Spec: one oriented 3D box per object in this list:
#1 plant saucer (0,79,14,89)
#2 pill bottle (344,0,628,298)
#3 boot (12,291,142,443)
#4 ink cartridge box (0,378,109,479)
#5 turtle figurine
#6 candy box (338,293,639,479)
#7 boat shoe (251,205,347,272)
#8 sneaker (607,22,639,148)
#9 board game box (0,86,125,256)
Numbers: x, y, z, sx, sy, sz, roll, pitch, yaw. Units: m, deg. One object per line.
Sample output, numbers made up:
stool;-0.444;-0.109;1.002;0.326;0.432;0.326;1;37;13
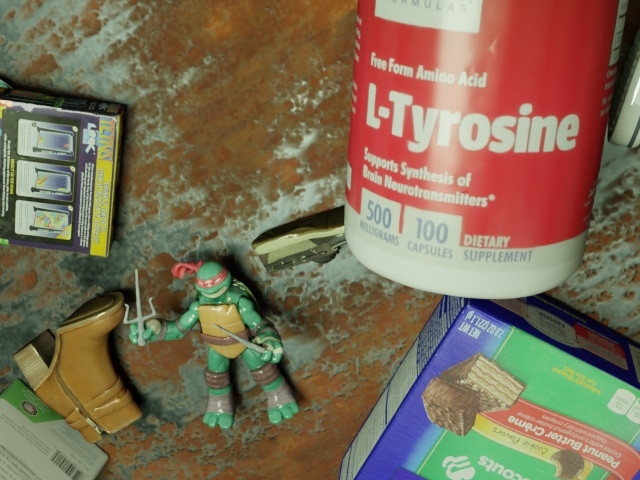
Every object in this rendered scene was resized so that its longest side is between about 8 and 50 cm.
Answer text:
plant saucer;-0.374;-0.132;1.051;0.119;0.021;0.119;4;113;10
pill bottle;0.143;-0.175;0.811;0.228;0.229;0.408;7;112;9
boot;-0.263;0.156;1.118;0.197;0.073;0.152;-30;102;33
ink cartridge box;-0.377;0.294;1.113;0.160;0.219;0.092;43;113;-6
turtle figurine;-0.107;0.107;1.039;0.175;0.118;0.234;2;128;27
candy box;0.198;0.224;1.016;0.268;0.122;0.317;27;116;-2
boat shoe;0.000;0.000;1.010;0.152;0.056;0.049;-12;114;26
sneaker;0.356;-0.221;0.806;0.127;0.126;0.321;15;124;11
board game box;-0.295;-0.075;1.027;0.141;0.048;0.170;8;114;-8
